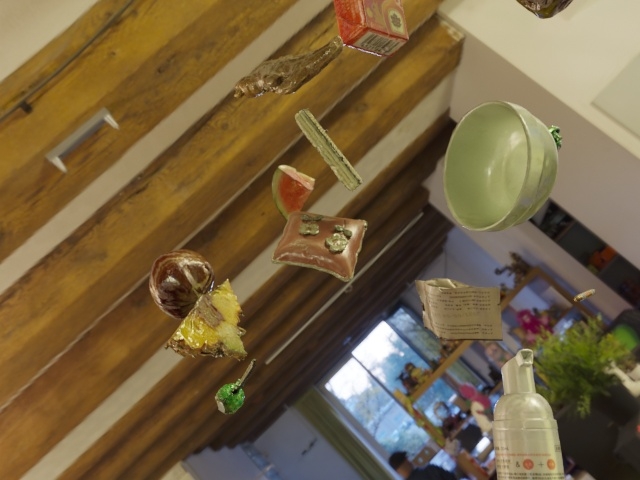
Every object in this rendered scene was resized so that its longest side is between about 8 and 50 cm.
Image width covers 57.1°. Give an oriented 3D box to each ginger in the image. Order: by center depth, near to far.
[{"bbox_3d":[-0.090,-0.417,1.485,0.080,0.333,0.166,48,-120,-38],"label":"ginger"}]

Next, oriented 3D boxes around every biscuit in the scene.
[{"bbox_3d":[0.019,-0.195,1.268,0.040,0.199,0.121,-37,6,12],"label":"biscuit"}]

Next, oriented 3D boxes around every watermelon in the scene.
[{"bbox_3d":[-0.103,-0.176,1.950,0.137,0.145,0.193,-38,24,60],"label":"watermelon"}]

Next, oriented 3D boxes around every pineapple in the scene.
[{"bbox_3d":[-0.251,0.224,1.358,0.140,0.164,0.250,-46,11,32],"label":"pineapple"}]

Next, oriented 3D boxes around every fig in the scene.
[{"bbox_3d":[0.516,-0.594,1.365,0.154,0.166,0.144,-10,-60,-6],"label":"fig"}]

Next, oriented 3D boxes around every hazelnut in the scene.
[{"bbox_3d":[-0.458,0.151,1.951,0.229,0.229,0.229,-41,-17,-16],"label":"hazelnut"}]

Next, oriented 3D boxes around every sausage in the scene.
[{"bbox_3d":[0.555,0.115,1.232,0.100,0.015,0.015,-8,-39,-44],"label":"sausage"}]

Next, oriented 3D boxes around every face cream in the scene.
[{"bbox_3d":[0.466,0.440,1.335,0.145,0.370,0.145,0,-20,0],"label":"face cream"}]

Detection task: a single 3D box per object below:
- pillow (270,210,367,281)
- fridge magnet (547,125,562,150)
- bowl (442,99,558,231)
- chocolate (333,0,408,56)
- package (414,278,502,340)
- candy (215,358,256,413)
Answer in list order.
[{"bbox_3d":[0.000,0.000,1.259,0.075,0.179,0.171,91,-166,-46],"label":"pillow"},{"bbox_3d":[0.675,-0.272,1.848,0.208,0.088,0.208,-37,-18,-14],"label":"fridge magnet"},{"bbox_3d":[0.441,-0.167,1.399,0.163,0.307,0.307,6,-43,-23],"label":"bowl"},{"bbox_3d":[0.151,-0.699,1.783,0.237,0.235,0.108,-3,-9,-43],"label":"chocolate"},{"bbox_3d":[0.415,0.216,1.770,0.062,0.250,0.204,-51,-44,-45],"label":"package"},{"bbox_3d":[-0.249,0.445,1.827,0.097,0.097,0.323,-31,-18,-42],"label":"candy"}]
